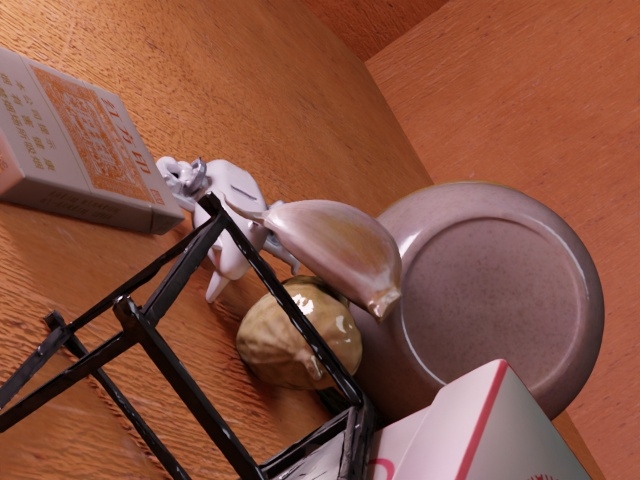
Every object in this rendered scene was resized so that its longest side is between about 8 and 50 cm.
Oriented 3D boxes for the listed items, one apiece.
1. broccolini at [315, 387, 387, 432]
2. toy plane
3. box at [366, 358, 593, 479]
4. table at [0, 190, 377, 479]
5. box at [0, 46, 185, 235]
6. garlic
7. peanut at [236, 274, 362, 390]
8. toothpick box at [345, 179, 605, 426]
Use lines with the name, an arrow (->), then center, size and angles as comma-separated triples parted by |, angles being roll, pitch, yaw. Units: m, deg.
broccolini -> 0.025, 0.219, 1.765 | 0.201, 0.058, 0.074 | 54, 7, -9
toy plane -> -0.129, -0.024, 1.694 | 0.252, 0.118, 0.252 | 32, 24, -16
box -> 0.104, 0.351, 1.099 | 0.314, 0.300, 0.312 | 53, 29, -9
table -> -0.125, 0.161, 1.052 | 0.272, 0.222, 0.335 | 53, 13, -8
box -> -0.301, -0.116, 1.454 | 0.204, 0.051, 0.365 | 59, 14, 16
garlic -> -0.004, -0.001, 1.613 | 0.266, 0.128, 0.148 | 28, -11, 7
peanut -> -0.030, 0.119, 1.627 | 0.291, 0.159, 0.143 | -114, -154, -84
toothpick box -> 0.220, 0.118, 1.902 | 0.409, 0.409, 0.425 | 56, -9, 2
